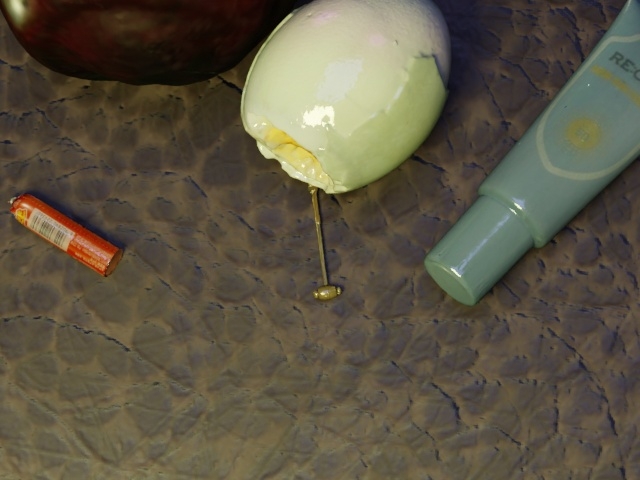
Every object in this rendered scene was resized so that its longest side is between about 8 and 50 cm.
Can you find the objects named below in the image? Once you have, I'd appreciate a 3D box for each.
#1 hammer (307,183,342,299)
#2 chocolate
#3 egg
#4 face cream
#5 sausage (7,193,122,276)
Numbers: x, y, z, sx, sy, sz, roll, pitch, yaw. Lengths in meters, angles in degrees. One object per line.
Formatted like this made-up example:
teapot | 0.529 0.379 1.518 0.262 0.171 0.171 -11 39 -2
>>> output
hammer | 0.000 0.000 1.982 0.029 0.014 0.123 -5 73 -7
chocolate | -0.188 -0.314 1.934 0.384 0.383 0.331 -8 88 2
egg | 0.035 -0.160 1.937 0.183 0.183 0.217 33 76 12
face cream | 0.252 -0.093 1.958 0.135 0.086 0.385 41 76 13
sausage | -0.260 -0.009 1.991 0.129 0.034 0.034 30 78 11
